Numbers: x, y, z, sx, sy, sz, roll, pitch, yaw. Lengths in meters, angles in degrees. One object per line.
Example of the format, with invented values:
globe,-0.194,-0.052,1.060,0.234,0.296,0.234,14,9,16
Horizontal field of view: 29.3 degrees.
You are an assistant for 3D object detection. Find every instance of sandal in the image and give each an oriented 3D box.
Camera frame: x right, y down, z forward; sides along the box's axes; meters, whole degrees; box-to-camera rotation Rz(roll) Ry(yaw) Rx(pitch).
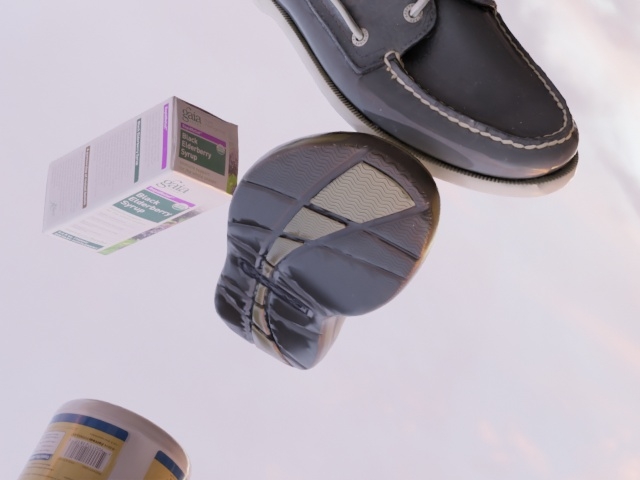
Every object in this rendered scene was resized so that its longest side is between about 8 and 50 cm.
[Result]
sandal,-0.001,0.000,0.825,0.120,0.303,0.086,40,-116,1

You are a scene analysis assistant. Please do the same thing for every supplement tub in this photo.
supplement tub,-0.219,0.260,1.113,0.144,0.144,0.199,44,-125,-27

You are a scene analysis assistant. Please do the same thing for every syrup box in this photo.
syrup box,-0.205,-0.068,1.379,0.093,0.237,0.096,22,-121,-42

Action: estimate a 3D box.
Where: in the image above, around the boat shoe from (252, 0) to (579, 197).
boat shoe,0.043,-0.152,0.763,0.116,0.099,0.319,-25,-122,-30
